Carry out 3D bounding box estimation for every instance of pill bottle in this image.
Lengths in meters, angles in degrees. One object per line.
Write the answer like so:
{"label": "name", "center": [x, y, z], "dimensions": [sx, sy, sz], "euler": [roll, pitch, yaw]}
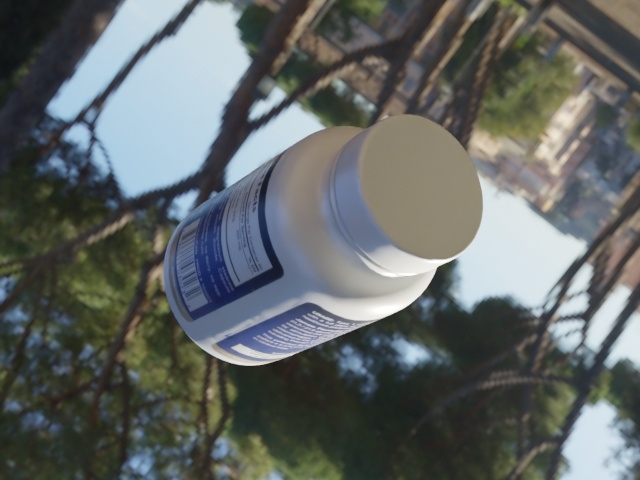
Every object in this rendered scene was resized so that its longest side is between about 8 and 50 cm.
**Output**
{"label": "pill bottle", "center": [0.000, 0.000, 0.620], "dimensions": [0.094, 0.094, 0.169], "euler": [34, 148, -21]}
